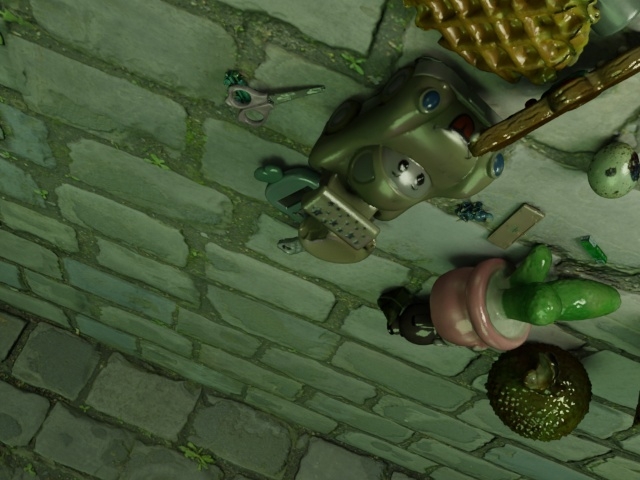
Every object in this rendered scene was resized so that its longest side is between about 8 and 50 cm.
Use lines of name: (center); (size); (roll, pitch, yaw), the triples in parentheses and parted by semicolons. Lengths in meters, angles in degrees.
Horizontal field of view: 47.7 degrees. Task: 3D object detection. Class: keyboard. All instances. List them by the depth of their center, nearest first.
keyboard: (0.418, -0.029, 1.548); (0.055, 0.017, 0.166); (29, 150, -2)

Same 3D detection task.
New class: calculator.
calculator: (-0.024, -0.094, 1.705); (0.299, 0.041, 0.185); (34, 148, -24)

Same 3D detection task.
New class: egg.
egg: (0.514, -0.123, 1.264); (0.085, 0.085, 0.110); (17, 136, 8)

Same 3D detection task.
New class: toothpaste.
toothpaste: (0.576, 0.020, 1.522); (0.020, 0.017, 0.083); (-10, 137, 46)

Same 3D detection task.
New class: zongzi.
zongzi: (0.177, 0.188, 1.952); (0.055, 0.119, 0.109); (41, 148, -15)

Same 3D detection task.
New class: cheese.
cheese: (0.000, 0.000, 1.727); (0.286, 0.082, 0.163); (-10, 140, 42)

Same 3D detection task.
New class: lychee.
lychee: (0.573, 0.394, 1.899); (0.269, 0.270, 0.320); (22, -176, 0)

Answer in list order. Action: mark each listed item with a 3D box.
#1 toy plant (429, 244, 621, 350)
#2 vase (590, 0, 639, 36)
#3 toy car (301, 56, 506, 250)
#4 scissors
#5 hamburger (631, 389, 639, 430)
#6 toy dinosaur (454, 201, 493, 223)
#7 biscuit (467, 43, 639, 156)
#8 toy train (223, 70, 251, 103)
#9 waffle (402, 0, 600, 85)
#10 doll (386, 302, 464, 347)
toy plant: (0.443, 0.138, 1.639); (0.317, 0.211, 0.356); (3, 163, -42)
vase: (0.341, -0.376, 0.979); (0.214, 0.086, 0.086); (36, 148, -15)
toy car: (0.143, -0.144, 1.330); (0.242, 0.226, 0.336); (37, 147, -26)
scissors: (-0.088, -0.279, 1.439); (0.212, 0.021, 0.110); (-6, 140, 27)
hamburger: (0.817, 0.326, 1.604); (0.195, 0.277, 0.318); (16, 169, 19)
toy dinosaur: (0.327, -0.056, 1.546); (0.083, 0.031, 0.047); (0, 145, 34)
biscuit: (0.374, -0.220, 1.120); (0.301, 0.197, 0.049); (-29, 89, 28)
toy train: (-0.163, -0.306, 1.468); (0.045, 0.029, 0.092); (-4, 140, 26)
waffle: (0.240, -0.343, 1.032); (0.302, 0.068, 0.325); (31, 163, 9)
doll: (0.305, 0.222, 1.918); (0.257, 0.117, 0.182); (-3, 169, 37)
